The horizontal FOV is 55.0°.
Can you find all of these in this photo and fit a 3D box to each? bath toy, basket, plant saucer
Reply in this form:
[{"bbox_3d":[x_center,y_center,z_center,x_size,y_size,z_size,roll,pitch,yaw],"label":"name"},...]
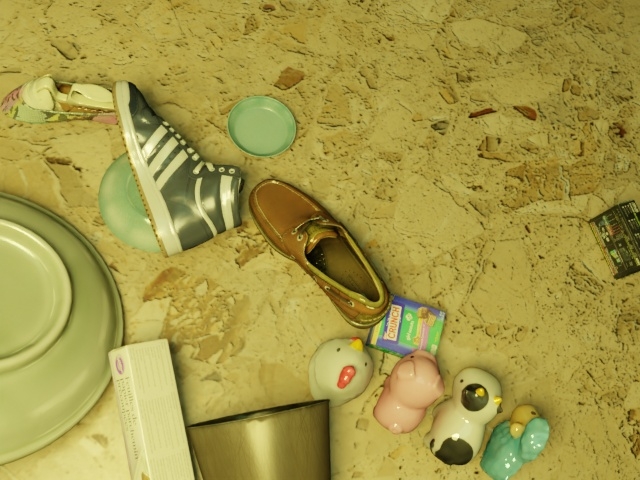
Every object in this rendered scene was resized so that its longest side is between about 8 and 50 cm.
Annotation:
[{"bbox_3d":[0.152,0.235,0.917,0.349,0.129,0.151,23,76,-2],"label":"bath toy"},{"bbox_3d":[-0.067,0.348,0.834,0.205,0.154,0.226,-12,79,7],"label":"basket"},{"bbox_3d":[-0.440,0.081,0.784,0.401,0.100,0.400,20,51,-27],"label":"plant saucer"},{"bbox_3d":[-0.261,-0.078,0.994,0.195,0.037,0.194,3,72,-9],"label":"plant saucer"},{"bbox_3d":[-0.103,-0.195,1.070,0.120,0.021,0.119,4,71,-10],"label":"plant saucer"}]

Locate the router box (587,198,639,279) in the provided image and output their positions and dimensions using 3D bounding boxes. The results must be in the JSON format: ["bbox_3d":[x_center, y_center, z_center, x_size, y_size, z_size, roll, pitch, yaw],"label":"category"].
[{"bbox_3d":[0.540,0.000,1.092,0.038,0.092,0.122,-15,76,-15],"label":"router box"}]

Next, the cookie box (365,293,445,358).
[{"bbox_3d":[0.138,0.144,0.995,0.107,0.040,0.091,19,70,-3],"label":"cookie box"}]

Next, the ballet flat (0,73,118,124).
[{"bbox_3d":[-0.404,-0.230,0.993,0.222,0.079,0.076,3,72,-10],"label":"ballet flat"}]

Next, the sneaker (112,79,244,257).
[{"bbox_3d":[-0.212,-0.127,0.944,0.153,0.099,0.282,-19,83,-11],"label":"sneaker"}]

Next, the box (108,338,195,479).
[{"bbox_3d":[-0.216,0.298,0.826,0.067,0.063,0.323,-5,76,-43],"label":"box"}]

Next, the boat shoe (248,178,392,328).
[{"bbox_3d":[0.000,0.000,0.966,0.111,0.104,0.307,-42,74,-14],"label":"boat shoe"}]
